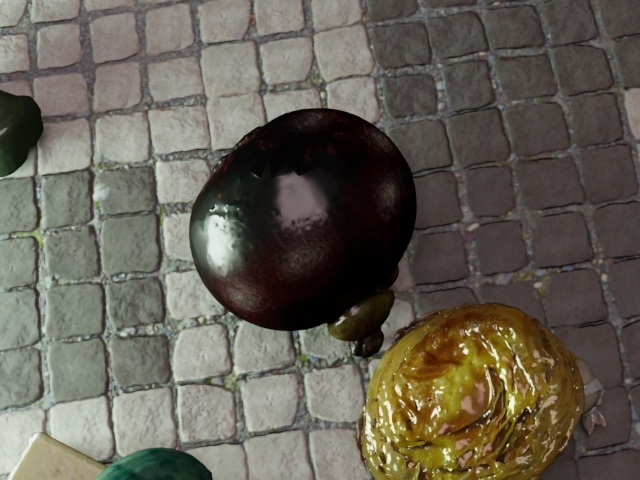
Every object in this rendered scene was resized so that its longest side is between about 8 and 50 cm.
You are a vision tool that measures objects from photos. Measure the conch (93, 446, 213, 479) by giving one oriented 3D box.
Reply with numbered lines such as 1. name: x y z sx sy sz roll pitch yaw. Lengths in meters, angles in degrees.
1. conch: -0.195 0.343 1.341 0.196 0.134 0.202 -32 71 -7

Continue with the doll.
1. doll: 0.316 0.183 1.490 0.073 0.084 0.127 -31 97 16

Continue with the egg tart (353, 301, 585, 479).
1. egg tart: 0.186 0.218 1.453 0.297 0.132 0.297 -12 63 24

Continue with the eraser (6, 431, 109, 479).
1. eraser: -0.234 0.371 1.446 0.343 0.078 0.144 24 73 12

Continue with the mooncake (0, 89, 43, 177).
1. mooncake: -0.479 -0.172 1.659 0.168 0.104 0.175 -25 67 -2

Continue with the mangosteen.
1. mangosteen: -0.012 -0.014 1.472 0.297 0.297 0.293 -33 68 -9
